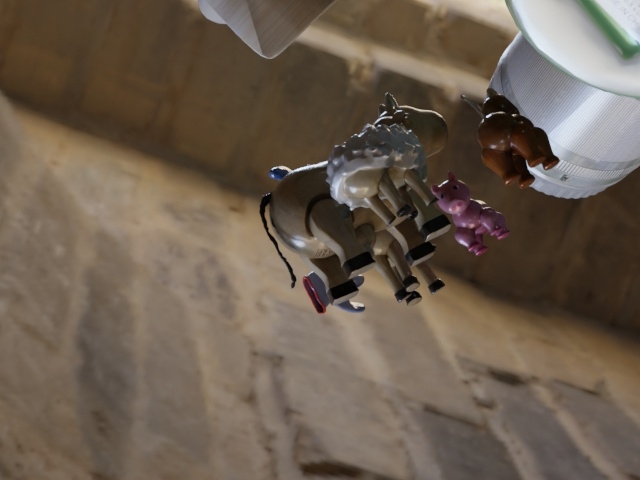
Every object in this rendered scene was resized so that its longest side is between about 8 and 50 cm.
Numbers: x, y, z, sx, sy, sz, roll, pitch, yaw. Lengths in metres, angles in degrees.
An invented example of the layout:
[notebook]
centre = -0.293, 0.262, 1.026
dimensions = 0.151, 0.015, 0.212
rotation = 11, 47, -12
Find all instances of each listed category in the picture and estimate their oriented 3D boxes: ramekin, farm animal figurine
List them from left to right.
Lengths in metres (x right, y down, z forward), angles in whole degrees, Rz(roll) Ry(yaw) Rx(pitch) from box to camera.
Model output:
[farm animal figurine]
centre = 0.070, -0.053, 1.505
dimensions = 0.327, 0.172, 0.330
rotation = -19, -21, -39
[ramekin]
centre = 0.310, -0.276, 1.304
dimensions = 0.148, 0.303, 0.303
rotation = -64, 1, -43

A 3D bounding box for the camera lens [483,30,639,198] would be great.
[camera lens]
centre = 0.337, -0.203, 1.690
dimensions = 0.274, 0.219, 0.219
rotation = 121, 166, -55

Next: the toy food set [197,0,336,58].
[toy food set]
centre = -0.063, -0.236, 0.960
dimensions = 0.092, 0.220, 0.306
rotation = -43, 5, 20

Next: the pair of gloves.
[pair of gloves]
centre = 0.000, 0.000, 1.615
dimensions = 0.023, 0.198, 0.159
rotation = -23, 6, 23
